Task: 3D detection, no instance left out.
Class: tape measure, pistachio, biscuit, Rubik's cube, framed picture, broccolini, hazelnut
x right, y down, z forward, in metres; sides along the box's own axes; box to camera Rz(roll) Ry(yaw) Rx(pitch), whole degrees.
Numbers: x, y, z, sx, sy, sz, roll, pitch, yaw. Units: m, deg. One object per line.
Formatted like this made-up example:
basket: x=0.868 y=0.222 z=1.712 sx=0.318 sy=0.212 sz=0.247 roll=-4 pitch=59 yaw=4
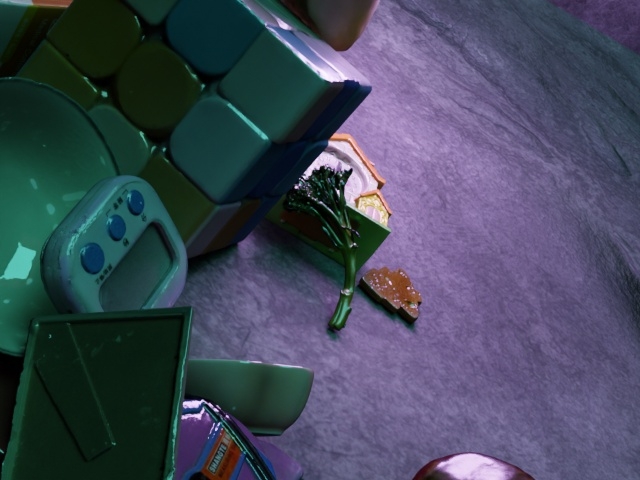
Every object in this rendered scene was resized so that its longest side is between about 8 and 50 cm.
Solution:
tape measure: x=-0.147 y=0.308 z=1.370 sx=0.245 sy=0.149 sz=0.231 roll=41 pitch=34 yaw=-9
pistachio: x=0.033 y=-0.428 z=1.819 sx=0.197 sy=0.288 sz=0.166 roll=-32 pitch=69 yaw=-30
biscuit: x=0.118 y=0.085 z=2.019 sx=0.130 sy=0.019 sz=0.119 roll=21 pitch=37 yaw=-28
Rubik's cube: x=-0.179 y=-0.213 z=1.709 sx=0.347 sy=0.344 sz=0.346 roll=44 pitch=14 yaw=7
framed picture: x=-0.249 y=0.204 z=1.294 sx=0.019 sy=0.208 sz=0.281 roll=63 pitch=28 yaw=-57
broccolini: x=0.002 y=0.008 z=1.876 sx=0.123 sy=0.062 sz=0.272 roll=0 pitch=78 yaw=-14
hazelnut: x=0.223 y=0.394 z=1.577 sx=0.218 sy=0.218 sz=0.234 roll=8 pitch=44 yaw=-40

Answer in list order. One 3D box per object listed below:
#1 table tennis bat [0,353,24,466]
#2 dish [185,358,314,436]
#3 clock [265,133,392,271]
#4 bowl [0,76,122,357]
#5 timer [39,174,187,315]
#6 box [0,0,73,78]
table tennis bat: x=-0.322 y=0.169 z=1.451 sx=0.200 sy=0.038 sz=0.310 roll=34 pitch=32 yaw=-4
dish: x=-0.112 y=0.210 z=1.533 sx=0.213 sy=0.213 sz=0.090 roll=11 pitch=75 yaw=-37
clock: x=0.014 y=-0.103 z=2.063 sx=0.219 sy=0.106 sz=0.255 roll=31 pitch=33 yaw=-13
bowl: x=-0.404 y=-0.024 z=1.446 sx=0.337 sy=0.157 sz=0.337 roll=7 pitch=81 yaw=-55
timer: x=-0.254 y=0.033 z=1.462 sx=0.208 sy=0.069 sz=0.191 roll=-59 pitch=135 yaw=-43
box: x=-0.490 y=-0.309 z=1.698 sx=0.341 sy=0.225 sz=0.143 roll=-10 pitch=59 yaw=-49
